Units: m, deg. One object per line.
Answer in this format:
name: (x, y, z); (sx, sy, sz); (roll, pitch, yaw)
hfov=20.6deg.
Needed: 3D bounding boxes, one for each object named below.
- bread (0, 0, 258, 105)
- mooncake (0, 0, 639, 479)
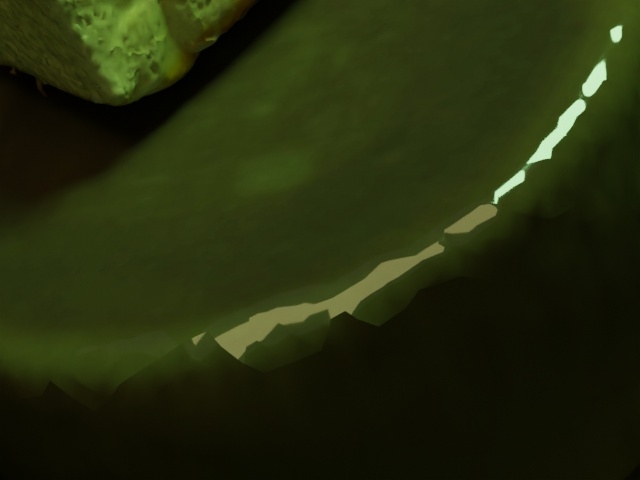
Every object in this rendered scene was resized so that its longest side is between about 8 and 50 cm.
bread: (-0.088, -0.122, 0.656); (0.125, 0.068, 0.188); (-42, 36, -20)
mooncake: (0.000, 0.000, 0.636); (0.284, 0.155, 0.284); (-16, 39, 13)
